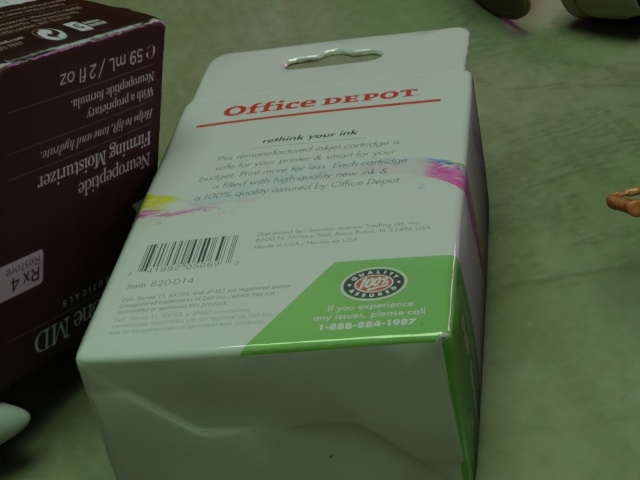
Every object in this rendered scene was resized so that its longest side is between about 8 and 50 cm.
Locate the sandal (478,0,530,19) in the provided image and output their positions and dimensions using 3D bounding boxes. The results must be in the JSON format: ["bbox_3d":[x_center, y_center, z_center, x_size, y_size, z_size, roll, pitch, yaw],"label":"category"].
[{"bbox_3d":[0.156,-0.278,1.246,0.079,0.088,0.240,-27,31,-12],"label":"sandal"}]

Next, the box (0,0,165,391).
[{"bbox_3d":[-0.214,-0.046,0.838,0.167,0.203,0.168,16,25,24],"label":"box"}]

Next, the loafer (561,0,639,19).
[{"bbox_3d":[0.336,-0.258,1.158,0.269,0.102,0.092,-31,38,-11],"label":"loafer"}]

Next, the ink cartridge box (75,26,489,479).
[{"bbox_3d":[0.000,0.000,0.847,0.207,0.119,0.353,-5,34,13],"label":"ink cartridge box"}]

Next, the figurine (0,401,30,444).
[{"bbox_3d":[-0.304,0.111,0.815,0.209,0.092,0.215,-27,36,-28],"label":"figurine"}]

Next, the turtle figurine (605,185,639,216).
[{"bbox_3d":[0.314,0.007,0.768,0.217,0.087,0.269,-18,24,-23],"label":"turtle figurine"}]
